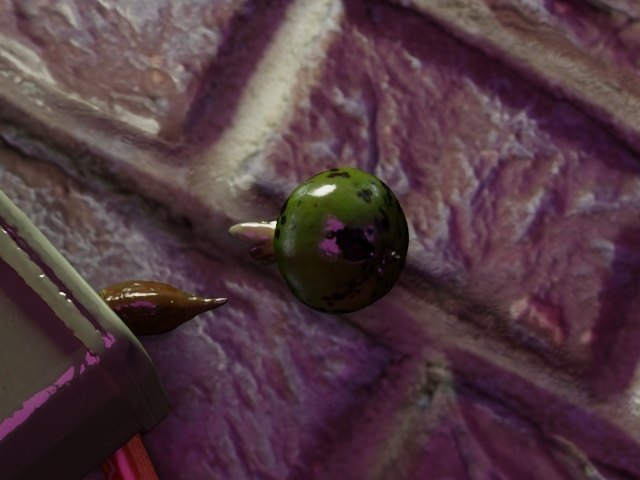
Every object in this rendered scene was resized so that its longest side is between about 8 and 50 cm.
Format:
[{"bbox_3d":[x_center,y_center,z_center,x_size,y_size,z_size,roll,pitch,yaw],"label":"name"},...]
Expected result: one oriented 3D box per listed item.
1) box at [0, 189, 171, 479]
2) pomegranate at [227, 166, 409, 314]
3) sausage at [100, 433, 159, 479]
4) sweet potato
[{"bbox_3d":[-0.358,0.103,1.211,0.344,0.177,0.352,-41,71,-11],"label":"box"},{"bbox_3d":[0.000,0.000,1.284,0.161,0.122,0.122,2,83,31],"label":"pomegranate"},{"bbox_3d":[-0.165,0.187,1.305,0.050,0.048,0.145,-27,86,43],"label":"sausage"},{"bbox_3d":[-0.137,0.056,1.315,0.117,0.049,0.049,-5,83,0],"label":"sweet potato"}]
